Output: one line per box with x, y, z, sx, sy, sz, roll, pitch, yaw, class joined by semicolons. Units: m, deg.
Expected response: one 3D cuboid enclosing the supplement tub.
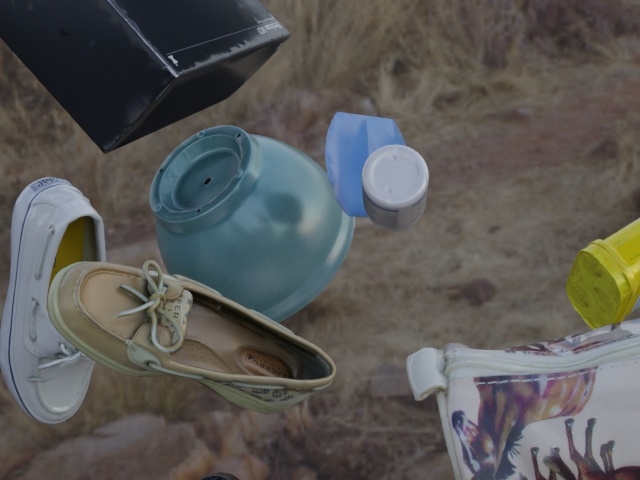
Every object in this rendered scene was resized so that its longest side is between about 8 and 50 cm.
0.079;-0.055;1.175;0.071;0.071;0.107;-5;-14;1;supplement tub

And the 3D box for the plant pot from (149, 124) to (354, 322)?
-0.125;-0.041;1.598;0.293;0.196;0.293;-20;45;22;plant pot

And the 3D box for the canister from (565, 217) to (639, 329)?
0.365;0.017;1.214;0.170;0.126;0.073;-29;63;-15;canister

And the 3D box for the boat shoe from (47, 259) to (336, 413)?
-0.116;0.084;1.044;0.285;0.105;0.089;22;-30;-31;boat shoe

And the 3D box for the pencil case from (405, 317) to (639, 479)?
0.273;0.110;0.735;0.410;0.183;0.160;-12;22;16;pencil case

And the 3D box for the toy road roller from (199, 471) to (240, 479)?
-0.263;0.497;1.712;0.329;0.241;0.202;-5;-7;10;toy road roller

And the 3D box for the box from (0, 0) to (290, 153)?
-0.158;-0.198;0.960;0.103;0.184;0.261;-44;-1;25;box

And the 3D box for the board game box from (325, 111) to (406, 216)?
0.053;-0.094;1.429;0.033;0.133;0.168;-9;-6;43;board game box

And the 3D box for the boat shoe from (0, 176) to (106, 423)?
-0.329;0.109;1.465;0.136;0.367;0.156;-11;30;-40;boat shoe
